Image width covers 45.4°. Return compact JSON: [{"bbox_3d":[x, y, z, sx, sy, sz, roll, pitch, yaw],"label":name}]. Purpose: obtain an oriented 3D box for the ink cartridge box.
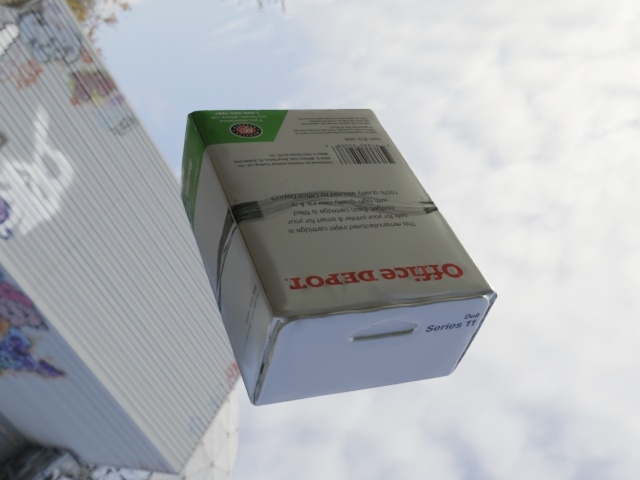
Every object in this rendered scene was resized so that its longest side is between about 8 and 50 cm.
[{"bbox_3d":[0.000,0.000,0.530,0.153,0.087,0.208,-4,-137,-23],"label":"ink cartridge box"}]
